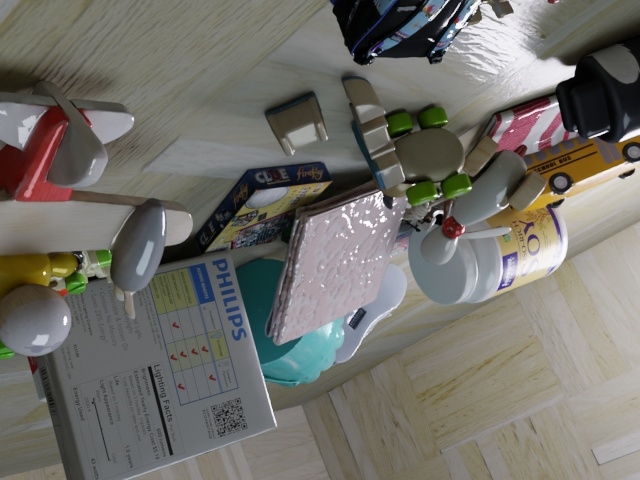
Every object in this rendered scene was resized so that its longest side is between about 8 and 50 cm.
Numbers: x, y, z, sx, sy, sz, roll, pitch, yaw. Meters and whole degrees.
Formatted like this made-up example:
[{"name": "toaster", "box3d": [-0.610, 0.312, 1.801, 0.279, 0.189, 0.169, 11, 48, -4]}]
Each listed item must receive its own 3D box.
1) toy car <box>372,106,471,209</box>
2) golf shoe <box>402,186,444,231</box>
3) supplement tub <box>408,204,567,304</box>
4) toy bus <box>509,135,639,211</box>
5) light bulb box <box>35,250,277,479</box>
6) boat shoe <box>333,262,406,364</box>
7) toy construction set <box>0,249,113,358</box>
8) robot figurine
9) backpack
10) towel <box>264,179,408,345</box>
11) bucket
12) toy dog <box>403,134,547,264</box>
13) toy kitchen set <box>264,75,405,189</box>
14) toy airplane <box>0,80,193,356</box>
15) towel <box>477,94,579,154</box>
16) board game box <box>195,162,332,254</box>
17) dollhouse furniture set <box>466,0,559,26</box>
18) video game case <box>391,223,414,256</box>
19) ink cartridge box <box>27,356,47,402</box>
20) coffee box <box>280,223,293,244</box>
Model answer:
[{"name": "toy car", "box3d": [0.153, -0.126, 1.512, 0.149, 0.155, 0.188, -13, 170, -29]}, {"name": "golf shoe", "box3d": [0.205, -0.062, 1.846, 0.198, 0.094, 0.077, -9, 159, -34]}, {"name": "supplement tub", "box3d": [0.401, 0.013, 2.038, 0.331, 0.241, 0.241, -17, 162, -31]}, {"name": "toy bus", "box3d": [0.579, -0.172, 1.926, 0.332, 0.130, 0.108, -23, 162, -1]}, {"name": "light bulb box", "box3d": [-0.322, 0.240, 1.590, 0.361, 0.358, 0.225, -13, 174, -27]}, {"name": "boat shoe", "box3d": [0.094, 0.211, 2.300, 0.367, 0.136, 0.156, -51, -173, -33]}, {"name": "toy construction set", "box3d": [-0.440, 0.072, 1.329, 0.327, 0.151, 0.215, -25, 140, -19]}, {"name": "robot figurine", "box3d": [0.573, -0.276, 1.527, 0.278, 0.209, 0.173, -21, 150, -4]}, {"name": "backpack", "box3d": [0.114, -0.295, 0.987, 0.158, 0.117, 0.173, -10, 159, -36]}, {"name": "towel", "box3d": [0.040, 0.032, 1.690, 0.317, 0.053, 0.332, -21, 139, -40]}, {"name": "bucket", "box3d": [-0.100, 0.180, 1.897, 0.281, 0.281, 0.183, -26, 153, 11]}, {"name": "toy dog", "box3d": [0.325, -0.094, 1.736, 0.333, 0.220, 0.161, -25, -168, 45]}, {"name": "toy kitchen set", "box3d": [0.019, -0.164, 1.329, 0.166, 0.122, 0.207, -23, 143, 2]}, {"name": "toy airplane", "box3d": [-0.354, 0.000, 1.017, 0.386, 0.272, 0.384, -21, 162, -7]}, {"name": "towel", "box3d": [0.478, -0.242, 1.749, 0.329, 0.037, 0.237, -19, 162, -12]}, {"name": "board game box", "box3d": [-0.108, -0.057, 1.548, 0.165, 0.042, 0.243, -9, 158, -36]}, {"name": "dollhouse furniture set", "box3d": [0.315, -0.396, 0.964, 0.201, 0.152, 0.374, -16, 179, -22]}, {"name": "video game case", "box3d": [0.187, 0.006, 2.143, 0.201, 0.023, 0.183, -20, 163, -9]}, {"name": "ink cartridge box", "box3d": [-0.523, 0.253, 1.807, 0.175, 0.127, 0.072, -26, 160, 7]}, {"name": "coffee box", "box3d": [0.000, 0.000, 1.788, 0.113, 0.040, 0.184, 2, 170, 21]}]
